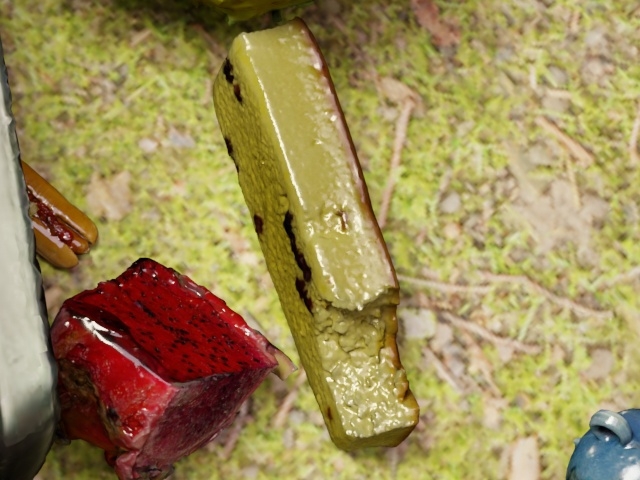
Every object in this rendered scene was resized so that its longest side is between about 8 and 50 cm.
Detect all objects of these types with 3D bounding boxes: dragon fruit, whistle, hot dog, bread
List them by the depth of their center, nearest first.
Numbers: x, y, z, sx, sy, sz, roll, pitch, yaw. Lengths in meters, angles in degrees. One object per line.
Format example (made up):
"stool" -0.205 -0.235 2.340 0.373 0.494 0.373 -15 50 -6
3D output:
"dragon fruit" -0.095 0.077 1.019 0.102 0.147 0.096 33 107 17
"bread" 0.000 0.000 1.066 0.049 0.088 0.226 -15 76 -20
"hot dog" -0.155 -0.020 1.067 0.083 0.021 0.037 37 67 -2
"whistle" 0.182 0.145 1.081 0.090 0.090 0.158 -47 128 -21

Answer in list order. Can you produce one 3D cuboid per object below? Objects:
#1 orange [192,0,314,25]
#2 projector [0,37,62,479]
"orange" -0.061 -0.261 1.056 0.300 0.223 0.301 14 57 -26
"projector" -0.353 -0.038 0.907 0.405 0.242 0.395 -8 78 -15
